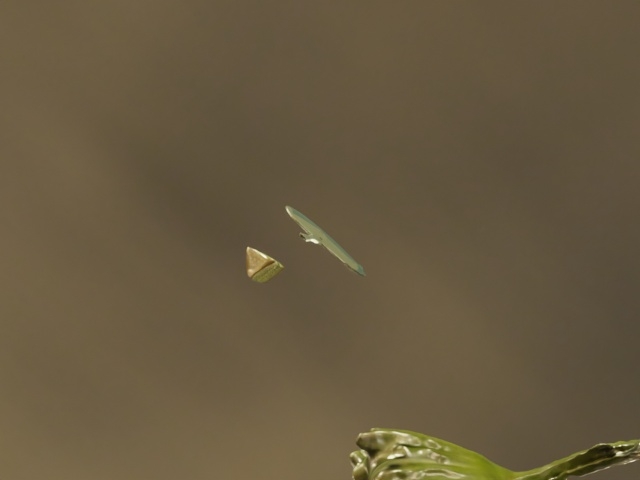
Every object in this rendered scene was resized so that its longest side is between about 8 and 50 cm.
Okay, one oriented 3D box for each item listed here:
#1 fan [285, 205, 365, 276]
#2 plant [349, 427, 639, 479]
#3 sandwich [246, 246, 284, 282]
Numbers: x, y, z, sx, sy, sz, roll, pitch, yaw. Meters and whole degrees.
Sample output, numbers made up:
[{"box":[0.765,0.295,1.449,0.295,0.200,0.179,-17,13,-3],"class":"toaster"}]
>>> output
[{"box":[0.000,0.000,1.383,0.113,0.175,0.005,42,-84,10],"class":"fan"},{"box":[0.188,0.281,1.365,0.333,0.180,0.251,-2,-9,11],"class":"plant"},{"box":[-0.087,0.040,1.962,0.031,0.044,0.083,22,4,-31],"class":"sandwich"}]
